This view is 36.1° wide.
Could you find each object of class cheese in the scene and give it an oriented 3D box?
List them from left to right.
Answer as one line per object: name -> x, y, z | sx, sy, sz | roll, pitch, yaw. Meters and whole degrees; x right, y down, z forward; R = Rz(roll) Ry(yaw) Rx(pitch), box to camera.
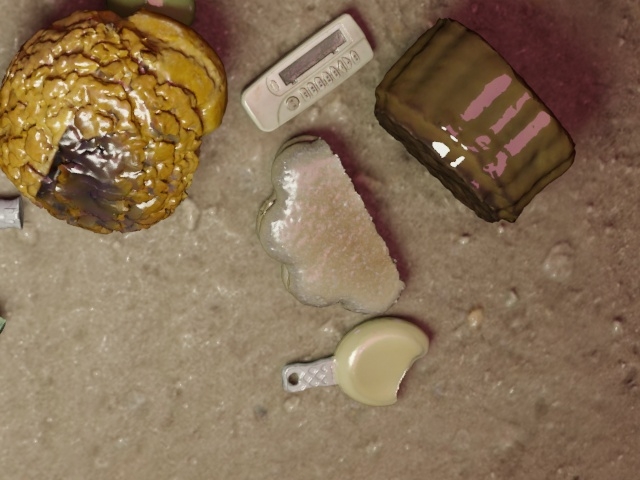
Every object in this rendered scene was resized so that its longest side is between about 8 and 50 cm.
cheese -> 0.061, 0.202, 1.704 | 0.248, 0.071, 0.163 | 12, 97, -19

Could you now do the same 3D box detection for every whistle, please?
whistle -> -0.218, -0.403, 1.470 | 0.141, 0.141, 0.294 | 41, 62, -21

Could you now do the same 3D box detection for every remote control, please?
remote control -> -0.025, -0.269, 1.588 | 0.230, 0.049, 0.090 | -37, 109, -7

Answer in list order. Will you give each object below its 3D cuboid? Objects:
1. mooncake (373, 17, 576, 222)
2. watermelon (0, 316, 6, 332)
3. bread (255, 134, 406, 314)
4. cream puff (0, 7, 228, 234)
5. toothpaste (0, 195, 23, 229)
mooncake -> 0.235, -0.179, 1.554 | 0.187, 0.324, 0.324 | -47, 111, 2
watermelon -> -0.624, 0.119, 1.439 | 0.256, 0.140, 0.193 | 43, 67, -11
bread -> 0.000, -0.002, 1.628 | 0.183, 0.102, 0.337 | -31, 111, -6
cream puff -> -0.295, -0.154, 1.382 | 0.342, 0.231, 0.327 | -15, 130, 18
toothpaste -> -0.567, -0.036, 1.463 | 0.234, 0.057, 0.089 | -3, 100, -11
